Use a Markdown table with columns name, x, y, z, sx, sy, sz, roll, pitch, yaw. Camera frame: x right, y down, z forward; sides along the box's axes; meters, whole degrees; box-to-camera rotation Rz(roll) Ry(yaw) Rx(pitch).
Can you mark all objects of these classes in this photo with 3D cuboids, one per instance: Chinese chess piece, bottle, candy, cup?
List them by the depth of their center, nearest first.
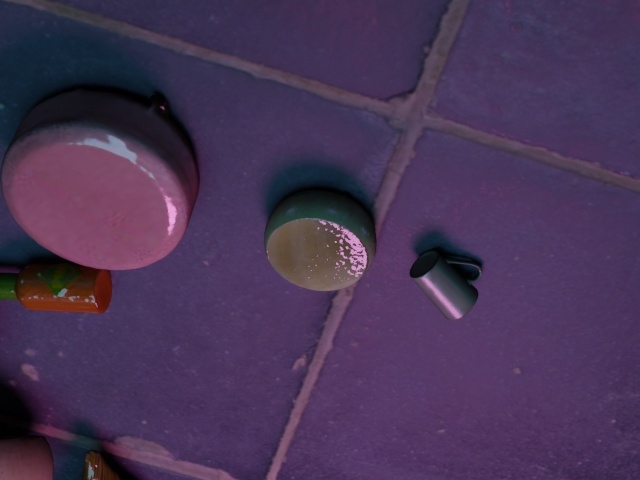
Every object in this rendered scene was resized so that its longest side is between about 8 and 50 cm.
| name | x | y | z | sx | sy | sz | roll | pitch | yaw |
| --- | --- | --- | --- | --- | --- | --- | --- | --- | --- |
| candy | -0.269 | -0.076 | 1.739 | 0.255 | 0.094 | 0.255 | 6 | 133 | 7 |
| Chinese chess piece | 0.000 | 0.000 | 1.782 | 0.144 | 0.058 | 0.144 | 7 | 135 | 7 |
| cup | 0.165 | 0.053 | 1.799 | 0.075 | 0.054 | 0.083 | -27 | 120 | 33 |
| bottle | -0.382 | 0.064 | 1.913 | 0.187 | 0.069 | 0.069 | 0 | 133 | 11 |
| Chinese chess piece | -0.533 | 0.346 | 2.095 | 0.273 | 0.102 | 0.273 | -2 | 175 | 0 |

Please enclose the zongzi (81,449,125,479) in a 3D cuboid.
| name | x | y | z | sx | sy | sz | roll | pitch | yaw |
| --- | --- | --- | --- | --- | --- | --- | --- | --- | --- |
| zongzi | -0.270 | 0.451 | 2.223 | 0.286 | 0.134 | 0.288 | 11 | 127 | -8 |
